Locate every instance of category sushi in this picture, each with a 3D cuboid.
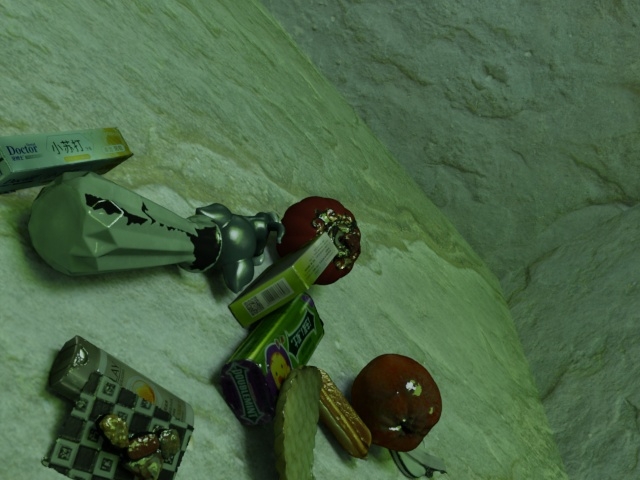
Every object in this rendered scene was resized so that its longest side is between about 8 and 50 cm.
[{"bbox_3d":[-0.261,0.280,0.928,0.201,0.031,0.139,42,53,-33],"label":"sushi"}]

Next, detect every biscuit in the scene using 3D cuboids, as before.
[{"bbox_3d":[-0.044,0.347,1.222,0.187,0.036,0.273,60,30,-55],"label":"biscuit"}]

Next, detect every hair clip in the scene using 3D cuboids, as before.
[{"bbox_3d":[0.233,0.530,1.697,0.220,0.054,0.140,40,32,-31],"label":"hair clip"}]

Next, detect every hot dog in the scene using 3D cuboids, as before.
[{"bbox_3d":[0.035,0.379,1.458,0.235,0.062,0.092,55,21,1],"label":"hot dog"}]

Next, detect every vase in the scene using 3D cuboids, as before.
[{"bbox_3d":[-0.310,-0.014,1.145,0.165,0.165,0.360,64,19,16],"label":"vase"}]

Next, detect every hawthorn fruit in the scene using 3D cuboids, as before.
[{"bbox_3d":[0.166,0.365,1.598,0.210,0.210,0.262,49,2,-20],"label":"hawthorn fruit"}]

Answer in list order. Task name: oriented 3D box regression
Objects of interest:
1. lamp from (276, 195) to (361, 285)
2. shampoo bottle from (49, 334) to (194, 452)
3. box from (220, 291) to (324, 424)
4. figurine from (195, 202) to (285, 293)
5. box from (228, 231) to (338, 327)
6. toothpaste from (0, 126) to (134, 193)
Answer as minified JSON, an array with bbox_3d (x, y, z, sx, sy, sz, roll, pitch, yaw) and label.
[{"bbox_3d":[0.000,0.000,1.685,0.227,0.227,0.227,45,25,-28],"label":"lamp"},{"bbox_3d":[-0.284,0.229,0.989,0.227,0.056,0.086,44,28,-31],"label":"shampoo bottle"},{"bbox_3d":[-0.088,0.222,1.359,0.345,0.097,0.134,-50,122,-67],"label":"box"},{"bbox_3d":[-0.161,0.007,1.446,0.265,0.140,0.193,-16,93,-44],"label":"figurine"},{"bbox_3d":[-0.074,0.079,1.475,0.062,0.175,0.260,55,22,-6],"label":"box"},{"bbox_3d":[-0.438,-0.137,1.114,0.071,0.089,0.313,62,21,-2],"label":"toothpaste"}]
